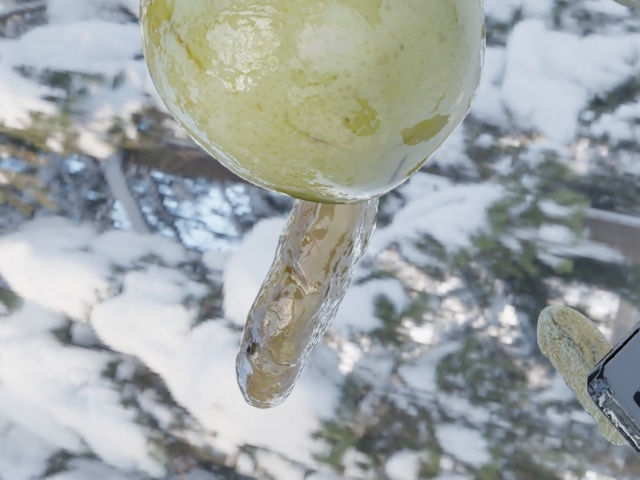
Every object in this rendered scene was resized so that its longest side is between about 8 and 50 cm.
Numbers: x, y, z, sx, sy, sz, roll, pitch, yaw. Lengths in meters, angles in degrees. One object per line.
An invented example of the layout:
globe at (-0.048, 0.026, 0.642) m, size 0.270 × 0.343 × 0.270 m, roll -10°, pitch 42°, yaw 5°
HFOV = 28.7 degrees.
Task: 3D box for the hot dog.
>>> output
hot dog at (0.397, 0.186, 1.809) m, size 0.242 × 0.073 × 0.084 m, roll -122°, pitch 21°, yaw -44°

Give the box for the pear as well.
pear at (0.001, -0.179, 1.078) m, size 0.309 × 0.309 × 0.309 m, roll 13°, pitch -90°, yaw -77°

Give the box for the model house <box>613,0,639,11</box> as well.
model house at (0.177, -0.355, 0.526) m, size 0.445 × 0.395 × 0.400 m, roll -57°, pitch -25°, yaw 3°

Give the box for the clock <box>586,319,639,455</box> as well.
clock at (0.429, 0.193, 1.320) m, size 0.273 × 0.279 × 0.049 m, roll -31°, pitch -13°, yaw -51°

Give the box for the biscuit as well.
biscuit at (0.001, 0.001, 1.563) m, size 0.446 × 0.104 × 0.429 m, roll -83°, pitch 15°, yaw -80°
